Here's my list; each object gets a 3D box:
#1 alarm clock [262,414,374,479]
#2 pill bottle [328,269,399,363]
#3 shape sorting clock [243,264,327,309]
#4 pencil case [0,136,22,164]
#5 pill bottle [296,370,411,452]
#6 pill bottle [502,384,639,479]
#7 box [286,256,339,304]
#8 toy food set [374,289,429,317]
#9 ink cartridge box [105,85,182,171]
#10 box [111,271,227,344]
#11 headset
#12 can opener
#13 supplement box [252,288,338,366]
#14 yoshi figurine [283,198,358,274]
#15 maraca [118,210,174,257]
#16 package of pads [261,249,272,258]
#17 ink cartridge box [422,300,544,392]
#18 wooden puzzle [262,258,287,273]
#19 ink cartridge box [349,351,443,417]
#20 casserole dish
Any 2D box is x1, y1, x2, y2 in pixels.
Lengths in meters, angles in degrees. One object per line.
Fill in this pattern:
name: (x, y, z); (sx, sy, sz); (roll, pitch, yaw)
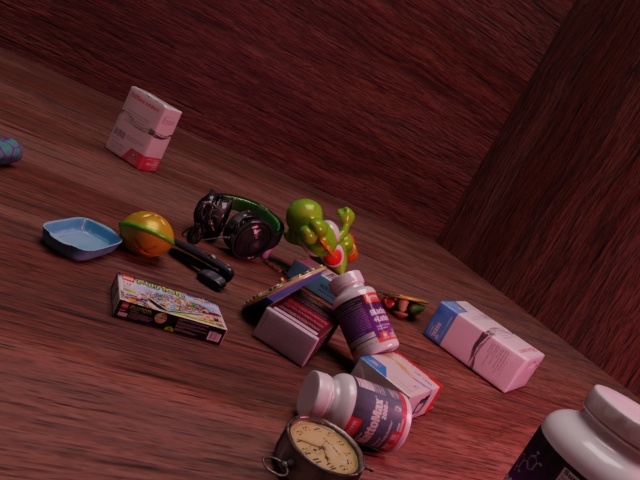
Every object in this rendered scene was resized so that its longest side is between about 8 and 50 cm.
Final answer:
alarm clock: (-0.015, 0.317, 0.854); (0.129, 0.064, 0.192); (38, 13, 37)
pill bottle: (0.091, 0.170, 1.332); (0.108, 0.108, 0.194); (9, 52, -57)
shape sorting clock: (-0.080, 0.103, 1.331); (0.040, 0.206, 0.206); (61, 16, 3)
pencil case: (-0.766, -0.208, 1.373); (0.070, 0.064, 0.152); (44, 11, -2)
pill bottle: (0.056, 0.291, 1.018); (0.180, 0.108, 0.108); (23, 13, -19)
pill bottle: (0.351, 0.369, 0.825); (0.181, 0.323, 0.181); (27, 12, -6)
box: (0.029, 0.135, 1.724); (0.244, 0.060, 0.100); (31, 12, 14)
toy food set: (0.264, 0.216, 1.930); (0.128, 0.071, 0.218); (7, -7, 41)
ink cartridge box: (-0.609, -0.383, 2.036); (0.172, 0.237, 0.100); (32, 13, 19)
box: (-0.285, 0.128, 1.108); (0.207, 0.036, 0.114); (22, 13, -28)
headset: (-0.244, -0.066, 1.651); (0.243, 0.185, 0.394); (31, 23, 14)
can opener: (-0.283, 0.048, 1.395); (0.186, 0.059, 0.073); (33, 13, 20)
supplement box: (-0.043, 0.187, 1.316); (0.130, 0.073, 0.239); (31, 13, 11)
yoshi figurine: (-0.004, -0.027, 1.817); (0.203, 0.204, 0.362); (17, -10, 17)
maraca: (-0.392, -0.012, 1.327); (0.127, 0.099, 0.185); (27, -14, -18)
package of pads: (-0.181, 0.014, 1.787); (0.083, 0.050, 0.032); (36, 14, 31)
ink cartridge box: (0.511, 0.324, 1.848); (0.307, 0.129, 0.223); (35, 14, 32)
wooden puzzle: (-0.131, 0.078, 1.738); (0.083, 0.006, 0.049); (33, 13, 22)
ink cartridge box: (0.168, 0.309, 1.265); (0.134, 0.078, 0.231); (35, 13, 29)
casserole dish: (-0.486, -0.002, 1.203); (0.114, 0.037, 0.188); (29, 11, 5)
